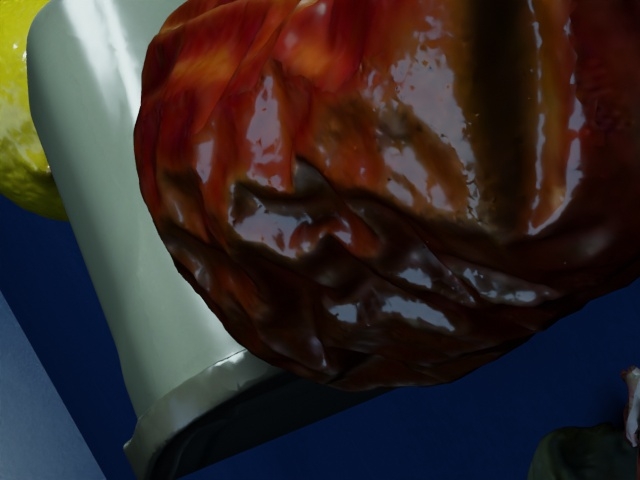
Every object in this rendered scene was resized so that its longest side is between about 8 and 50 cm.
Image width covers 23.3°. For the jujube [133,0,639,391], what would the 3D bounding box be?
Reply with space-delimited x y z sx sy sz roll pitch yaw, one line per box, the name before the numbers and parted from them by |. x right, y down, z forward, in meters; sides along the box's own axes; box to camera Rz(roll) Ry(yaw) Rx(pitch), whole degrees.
jujube | 0.045 -0.049 0.577 0.216 0.216 0.342 63 159 -3

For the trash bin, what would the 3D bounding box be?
trash bin | -0.043 -0.017 0.862 0.250 0.219 0.219 63 161 18

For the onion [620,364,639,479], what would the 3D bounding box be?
onion | 0.193 0.106 0.355 0.314 0.232 0.314 50 159 27

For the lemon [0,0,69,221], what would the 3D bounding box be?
lemon | -0.156 -0.107 1.059 0.178 0.203 0.178 9 132 10

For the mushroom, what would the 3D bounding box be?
mushroom | 0.143 0.211 0.881 0.100 0.081 0.312 48 152 29
